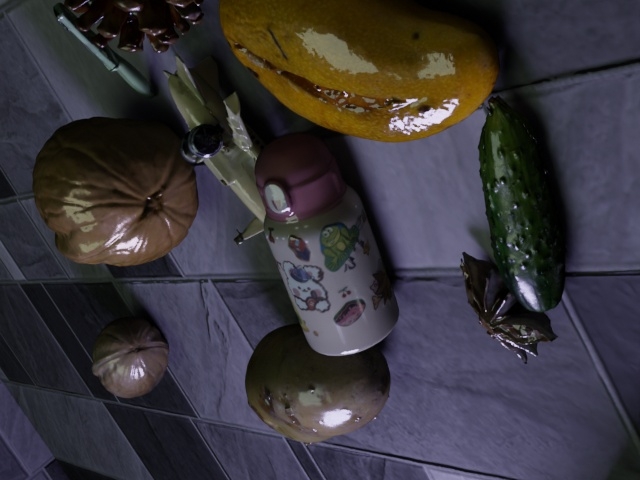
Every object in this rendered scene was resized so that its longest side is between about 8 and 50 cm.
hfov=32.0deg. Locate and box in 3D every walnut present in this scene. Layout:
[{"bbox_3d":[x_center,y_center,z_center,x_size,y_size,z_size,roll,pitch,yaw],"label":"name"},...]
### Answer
[{"bbox_3d":[-0.332,0.203,1.947,0.140,0.140,0.162,52,140,-1],"label":"walnut"},{"bbox_3d":[-0.275,-0.067,1.493,0.228,0.228,0.228,35,147,27],"label":"walnut"}]

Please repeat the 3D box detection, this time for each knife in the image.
[{"bbox_3d":[-0.251,-0.218,1.336,0.043,0.019,0.293,64,-174,17],"label":"knife"}]

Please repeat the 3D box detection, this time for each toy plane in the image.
[{"bbox_3d":[-0.103,-0.104,1.326,0.256,0.104,0.242,62,164,-6],"label":"toy plane"}]

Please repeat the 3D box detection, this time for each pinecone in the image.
[{"bbox_3d":[-0.203,-0.288,1.198,0.179,0.150,0.195,29,148,26],"label":"pinecone"}]

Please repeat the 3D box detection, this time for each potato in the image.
[{"bbox_3d":[-0.010,0.180,1.453,0.165,0.165,0.262,52,156,-2],"label":"potato"}]

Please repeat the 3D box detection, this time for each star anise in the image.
[{"bbox_3d":[0.196,0.077,1.138,0.129,0.056,0.124,33,152,57],"label":"star anise"}]

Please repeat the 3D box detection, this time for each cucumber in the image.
[{"bbox_3d":[0.184,-0.030,1.032,0.069,0.069,0.228,17,134,45],"label":"cucumber"}]

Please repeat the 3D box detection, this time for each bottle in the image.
[{"bbox_3d":[0.000,0.000,1.265,0.120,0.120,0.253,12,133,48],"label":"bottle"}]

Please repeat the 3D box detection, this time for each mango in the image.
[{"bbox_3d":[0.024,-0.176,1.032,0.294,0.120,0.177,31,147,31],"label":"mango"}]
